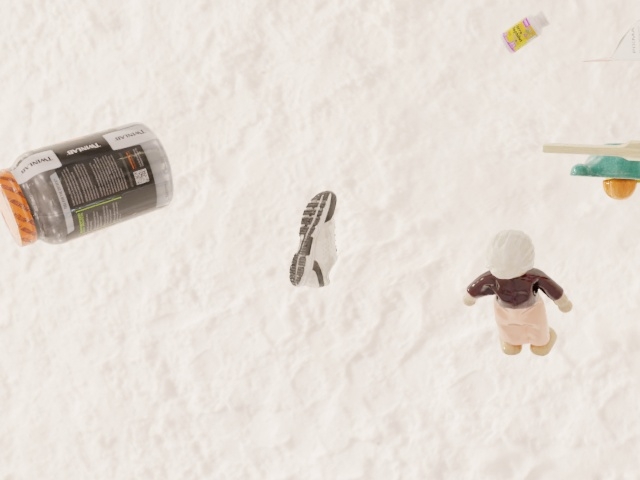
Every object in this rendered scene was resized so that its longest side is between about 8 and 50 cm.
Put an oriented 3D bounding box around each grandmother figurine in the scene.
[{"bbox_3d":[0.385,0.106,1.298,0.208,0.342,0.104,-9,47,14],"label":"grandmother figurine"}]

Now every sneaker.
[{"bbox_3d":[0.000,0.000,0.705,0.040,0.043,0.109,19,93,61],"label":"sneaker"}]

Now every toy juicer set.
[{"bbox_3d":[0.504,-0.104,1.010,0.209,0.329,0.089,9,98,41],"label":"toy juicer set"}]

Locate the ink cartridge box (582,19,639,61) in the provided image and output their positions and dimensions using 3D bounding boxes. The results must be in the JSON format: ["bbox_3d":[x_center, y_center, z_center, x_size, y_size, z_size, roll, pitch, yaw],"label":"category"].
[{"bbox_3d":[0.458,-0.253,0.794,0.189,0.232,0.066,-8,110,-3],"label":"ink cartridge box"}]

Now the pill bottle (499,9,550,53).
[{"bbox_3d":[0.373,-0.382,1.195,0.083,0.043,0.043,-33,81,29],"label":"pill bottle"}]

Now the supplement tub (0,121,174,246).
[{"bbox_3d":[-0.286,-0.067,0.798,0.117,0.190,0.117,34,136,41],"label":"supplement tub"}]
